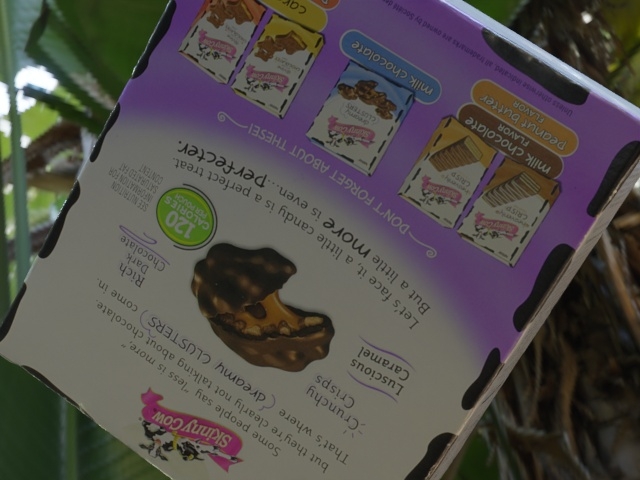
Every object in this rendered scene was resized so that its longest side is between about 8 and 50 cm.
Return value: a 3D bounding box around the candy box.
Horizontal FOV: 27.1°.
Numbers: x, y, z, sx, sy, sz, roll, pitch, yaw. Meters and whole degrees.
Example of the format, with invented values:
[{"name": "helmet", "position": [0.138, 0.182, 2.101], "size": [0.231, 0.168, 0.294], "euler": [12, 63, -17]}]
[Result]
[{"name": "candy box", "position": [0.000, 0.000, 0.479], "size": [0.165, 0.070, 0.196], "euler": [34, -75, 12]}]
